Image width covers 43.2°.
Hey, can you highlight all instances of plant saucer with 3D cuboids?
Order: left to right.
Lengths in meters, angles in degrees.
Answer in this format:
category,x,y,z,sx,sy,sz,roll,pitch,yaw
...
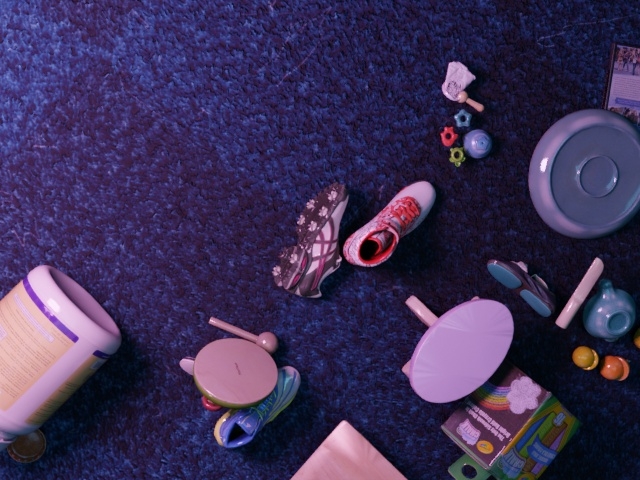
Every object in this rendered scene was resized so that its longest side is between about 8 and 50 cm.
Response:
category,x,y,z,sx,sy,sz,roll,pitch,yaw
plant saucer,-0.647,0.447,1.780,0.083,0.013,0.084,-1,96,-10
plant saucer,0.656,-0.156,1.934,0.317,0.044,0.318,-2,100,-9

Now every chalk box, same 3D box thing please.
category,x,y,z,sx,sy,sz,roll,pitch,yaw
chalk box,0.420,0.453,1.865,0.289,0.180,0.179,-50,126,-1

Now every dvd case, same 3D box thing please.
category,x,y,z,sx,sy,sz,roll,pitch,yaw
dvd case,0.772,-0.342,1.963,0.180,0.022,0.253,7,94,-10

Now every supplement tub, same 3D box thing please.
category,x,y,z,sx,sy,sz,roll,pitch,yaw
supplement tub,-0.603,0.242,1.655,0.331,0.241,0.241,-45,101,-4

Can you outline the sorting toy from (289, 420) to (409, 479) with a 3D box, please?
category,x,y,z,sx,sy,sz,roll,pitch,yaw
sorting toy,0.071,0.592,1.842,0.257,0.089,0.255,41,90,19

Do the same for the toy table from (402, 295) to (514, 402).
category,x,y,z,sx,sy,sz,roll,pitch,yaw
toy table,0.301,0.237,1.859,0.274,0.161,0.252,-32,99,-7

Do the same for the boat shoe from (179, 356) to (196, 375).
category,x,y,z,sx,sy,sz,roll,pitch,yaw
boat shoe,-0.255,0.287,1.825,0.125,0.038,0.046,19,133,-6

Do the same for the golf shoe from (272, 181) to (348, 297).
category,x,y,z,sx,sy,sz,roll,pitch,yaw
golf shoe,0.000,0.000,1.828,0.120,0.105,0.273,28,94,-29

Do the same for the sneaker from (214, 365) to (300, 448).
category,x,y,z,sx,sy,sz,roll,pitch,yaw
sneaker,-0.133,0.386,1.810,0.240,0.126,0.091,-44,101,-4

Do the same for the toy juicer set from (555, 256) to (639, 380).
category,x,y,z,sx,sy,sz,roll,pitch,yaw
toy juicer set,0.677,0.205,1.968,0.209,0.089,0.329,-42,109,9

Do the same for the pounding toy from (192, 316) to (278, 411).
category,x,y,z,sx,sy,sz,roll,pitch,yaw
pounding toy,-0.190,0.299,1.776,0.182,0.237,0.110,13,127,-5

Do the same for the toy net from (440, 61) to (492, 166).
category,x,y,z,sx,sy,sz,roll,pitch,yaw
toy net,0.321,-0.295,1.876,0.122,0.045,0.232,-19,96,-6

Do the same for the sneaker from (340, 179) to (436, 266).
category,x,y,z,sx,sy,sz,roll,pitch,yaw
sneaker,0.172,-0.035,1.818,0.270,0.145,0.090,-38,100,-5

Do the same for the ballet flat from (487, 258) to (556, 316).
category,x,y,z,sx,sy,sz,roll,pitch,yaw
ballet flat,0.486,0.098,1.933,0.203,0.074,0.074,40,87,-5
